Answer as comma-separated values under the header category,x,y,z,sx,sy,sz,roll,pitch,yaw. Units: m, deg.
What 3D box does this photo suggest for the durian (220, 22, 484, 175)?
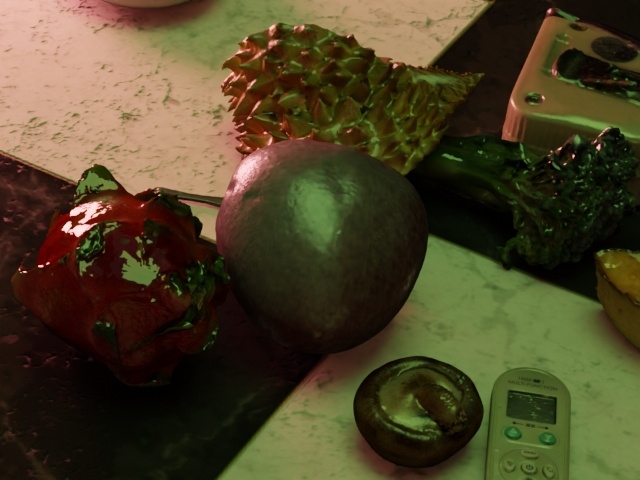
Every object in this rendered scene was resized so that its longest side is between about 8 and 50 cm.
category,x,y,z,sx,sy,sz,roll,pitch,yaw
durian,0.010,-0.123,2.026,0.305,0.185,0.196,6,59,22

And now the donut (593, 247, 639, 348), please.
category,x,y,z,sx,sy,sz,roll,pitch,yaw
donut,0.389,0.070,1.897,0.217,0.085,0.141,1,38,-6

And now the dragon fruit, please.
category,x,y,z,sx,sy,sz,roll,pitch,yaw
dragon fruit,-0.177,0.023,1.801,0.200,0.198,0.269,-6,26,18

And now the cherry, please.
category,x,y,z,sx,sy,sz,roll,pitch,yaw
cherry,0.000,0.000,1.843,0.213,0.183,0.266,11,42,-1

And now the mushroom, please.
category,x,y,z,sx,sy,sz,roll,pitch,yaw
mushroom,0.091,0.157,1.736,0.127,0.087,0.127,7,39,-6

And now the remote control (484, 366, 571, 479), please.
category,x,y,z,sx,sy,sz,roll,pitch,yaw
remote control,0.194,0.203,1.732,0.078,0.042,0.221,8,37,3

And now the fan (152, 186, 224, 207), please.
category,x,y,z,sx,sy,sz,roll,pitch,yaw
fan,-0.076,-0.038,2.024,0.220,0.009,0.132,8,35,0

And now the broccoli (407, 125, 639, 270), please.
category,x,y,z,sx,sy,sz,roll,pitch,yaw
broccoli,0.195,-0.075,2.031,0.304,0.145,0.165,15,33,30

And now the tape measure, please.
category,x,y,z,sx,sy,sz,roll,pitch,yaw
tape measure,0.345,-0.165,2.157,0.231,0.133,0.271,14,36,9

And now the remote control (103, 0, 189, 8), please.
category,x,y,z,sx,sy,sz,roll,pitch,yaw
remote control,-0.255,-0.399,2.382,0.221,0.103,0.332,-18,46,-25
